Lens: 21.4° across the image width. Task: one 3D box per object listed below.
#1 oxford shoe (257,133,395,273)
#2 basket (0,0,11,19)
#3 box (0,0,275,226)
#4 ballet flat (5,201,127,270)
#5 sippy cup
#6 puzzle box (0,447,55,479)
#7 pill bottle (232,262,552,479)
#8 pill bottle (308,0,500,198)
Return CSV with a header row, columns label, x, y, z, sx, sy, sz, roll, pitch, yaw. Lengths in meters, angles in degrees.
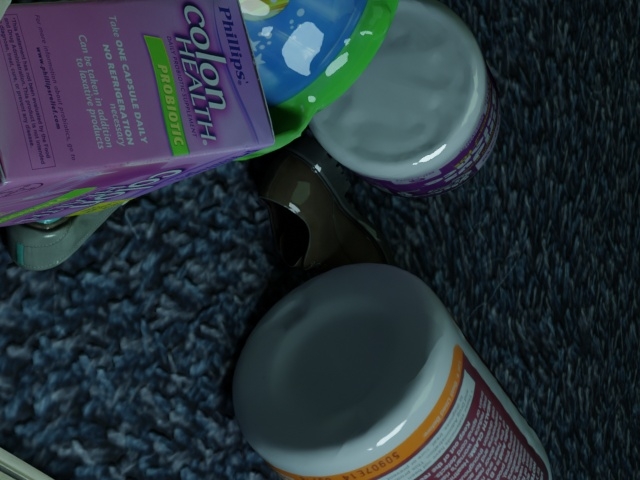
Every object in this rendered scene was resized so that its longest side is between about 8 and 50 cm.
label,x,y,z,sx,sy,sz,roll,pitch,yaw
oxford shoe,0.000,0.000,1.662,0.096,0.082,0.227,-53,132,-18
basket,-0.312,-0.318,1.000,0.328,0.266,0.331,52,55,-46
box,-0.198,-0.083,1.188,0.243,0.213,0.117,-13,87,-46
ballet flat,-0.186,-0.048,1.399,0.213,0.072,0.068,-45,156,-43
sippy cup,-0.087,-0.237,1.387,0.224,0.305,0.240,22,117,-44
puzzle box,-0.326,0.252,1.227,0.409,0.052,0.272,42,59,-49
pill bottle,0.096,0.218,1.684,0.392,0.224,0.224,53,52,-43
pill bottle,0.086,-0.128,1.619,0.301,0.169,0.169,19,77,-79
